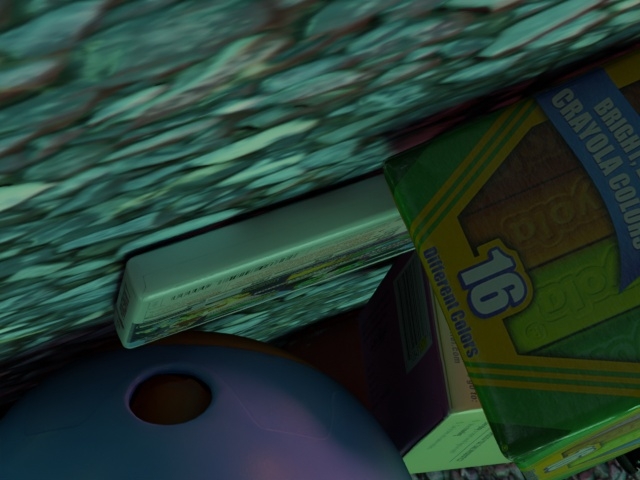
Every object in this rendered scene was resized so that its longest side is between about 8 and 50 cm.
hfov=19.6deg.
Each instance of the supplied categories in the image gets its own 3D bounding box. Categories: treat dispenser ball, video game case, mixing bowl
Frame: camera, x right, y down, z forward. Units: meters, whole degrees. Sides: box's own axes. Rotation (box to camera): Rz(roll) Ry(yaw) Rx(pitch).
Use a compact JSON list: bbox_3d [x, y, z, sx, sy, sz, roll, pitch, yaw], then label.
[{"bbox_3d":[-0.078,0.197,1.106,0.288,0.288,0.288,-20,173,-2],"label":"treat dispenser ball"},{"bbox_3d":[0.000,0.000,0.892,0.201,0.023,0.183,-19,173,-11],"label":"video game case"},{"bbox_3d":[0.029,0.114,1.571,0.181,0.098,0.181,-19,174,-2],"label":"mixing bowl"}]

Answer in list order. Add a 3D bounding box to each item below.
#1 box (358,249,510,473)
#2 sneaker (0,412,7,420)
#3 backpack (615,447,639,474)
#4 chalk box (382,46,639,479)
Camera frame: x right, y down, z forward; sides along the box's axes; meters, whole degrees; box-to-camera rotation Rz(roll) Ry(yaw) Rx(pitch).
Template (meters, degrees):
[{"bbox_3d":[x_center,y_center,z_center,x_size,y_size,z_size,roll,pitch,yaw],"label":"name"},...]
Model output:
[{"bbox_3d":[0.165,0.062,1.164,0.243,0.117,0.213,-5,164,-10],"label":"box"},{"bbox_3d":[-0.165,0.140,1.273,0.293,0.102,0.146,-16,164,-44],"label":"sneaker"},{"bbox_3d":[0.333,0.054,1.464,0.253,0.225,0.191,-30,-169,34],"label":"backpack"},{"bbox_3d":[0.153,-0.003,0.754,0.213,0.132,0.132,-25,164,5],"label":"chalk box"}]
